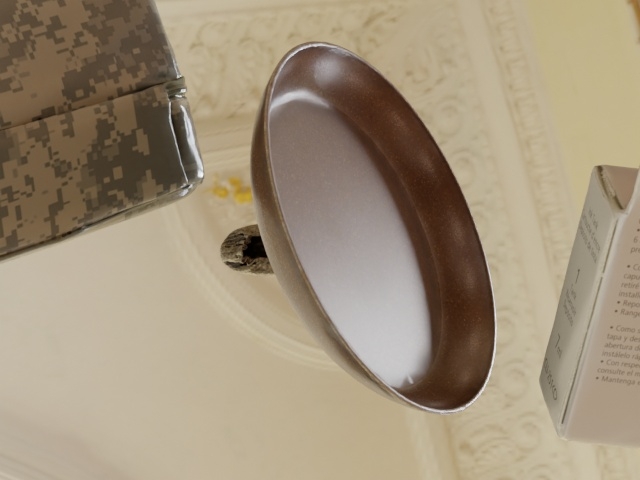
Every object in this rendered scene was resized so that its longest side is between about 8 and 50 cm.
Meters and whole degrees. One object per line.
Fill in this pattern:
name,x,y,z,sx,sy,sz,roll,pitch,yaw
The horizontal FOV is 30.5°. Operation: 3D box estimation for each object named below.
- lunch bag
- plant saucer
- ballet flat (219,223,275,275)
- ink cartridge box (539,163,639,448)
lunch bag,-0.271,-0.129,0.989,0.305,0.212,0.256,-20,-73,-28
plant saucer,0.039,-0.007,0.928,0.310,0.050,0.310,38,-140,-41
ballet flat,0.000,0.000,1.387,0.058,0.250,0.084,15,-110,-78
ink cartridge box,0.285,-0.004,0.590,0.296,0.066,0.261,7,-63,-5
